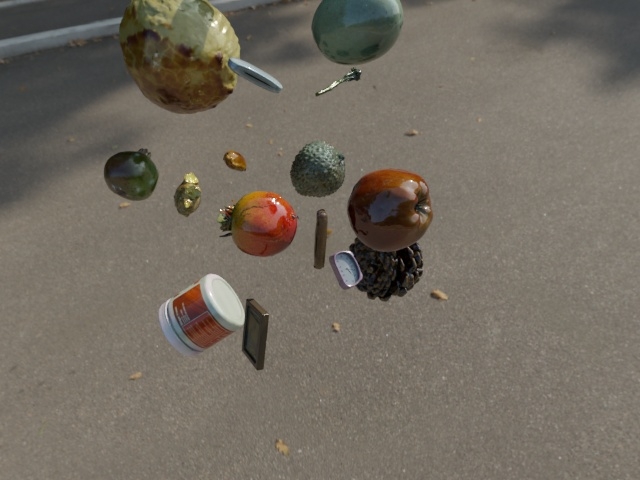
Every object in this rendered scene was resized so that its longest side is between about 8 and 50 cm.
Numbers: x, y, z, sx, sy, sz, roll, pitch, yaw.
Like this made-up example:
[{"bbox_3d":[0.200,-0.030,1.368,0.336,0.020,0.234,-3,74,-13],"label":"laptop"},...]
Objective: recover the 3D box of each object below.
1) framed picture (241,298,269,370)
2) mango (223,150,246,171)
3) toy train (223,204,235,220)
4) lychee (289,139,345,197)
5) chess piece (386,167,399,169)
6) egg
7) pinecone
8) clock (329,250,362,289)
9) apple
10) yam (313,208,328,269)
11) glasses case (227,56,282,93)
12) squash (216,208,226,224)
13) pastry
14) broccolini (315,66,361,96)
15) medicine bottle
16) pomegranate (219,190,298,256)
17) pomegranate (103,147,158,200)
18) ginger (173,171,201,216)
[{"bbox_3d":[-0.191,0.269,1.178,0.023,0.168,0.128,1,13,-31],"label":"framed picture"},{"bbox_3d":[-0.350,-0.322,1.665,0.063,0.127,0.077,-6,76,26],"label":"mango"},{"bbox_3d":[-0.342,-0.111,1.704,0.138,0.087,0.050,-37,52,-23],"label":"toy train"},{"bbox_3d":[-0.010,-0.317,1.830,0.274,0.255,0.255,-25,37,29],"label":"lychee"},{"bbox_3d":[0.263,-0.191,1.352,0.090,0.090,0.200,21,14,20],"label":"chess piece"},{"bbox_3d":[0.079,-0.491,0.926,0.169,0.169,0.236,-38,30,-31],"label":"egg"},{"bbox_3d":[0.339,0.098,2.065,0.398,0.398,0.398,-1,45,1],"label":"pinecone"},{"bbox_3d":[0.109,0.109,1.598,0.110,0.050,0.152,-22,84,-22],"label":"clock"},{"bbox_3d":[0.185,-0.080,1.086,0.234,0.234,0.234,-1,45,1],"label":"apple"},{"bbox_3d":[0.000,0.000,1.467,0.046,0.264,0.046,2,41,-2],"label":"yam"},{"bbox_3d":[-0.197,-0.501,1.236,0.178,0.045,0.067,19,29,-32],"label":"glasses case"},{"bbox_3d":[-0.419,-0.074,2.083,0.094,0.224,0.094,-24,47,28],"label":"squash"},{"bbox_3d":[-0.449,-0.578,1.293,0.388,0.388,0.312,14,59,15],"label":"pastry"},{"bbox_3d":[0.058,-0.530,1.355,0.218,0.042,0.044,-35,44,-31],"label":"broccolini"},{"bbox_3d":[-0.464,0.293,1.613,0.241,0.252,0.252,-33,49,5],"label":"medicine bottle"},{"bbox_3d":[-0.186,-0.050,1.229,0.235,0.210,0.210,7,45,-8],"label":"pomegranate"},{"bbox_3d":[-0.642,-0.241,1.410,0.180,0.180,0.209,8,52,8],"label":"pomegranate"},{"bbox_3d":[-0.530,-0.177,1.630,0.102,0.157,0.216,22,23,-27],"label":"ginger"}]
